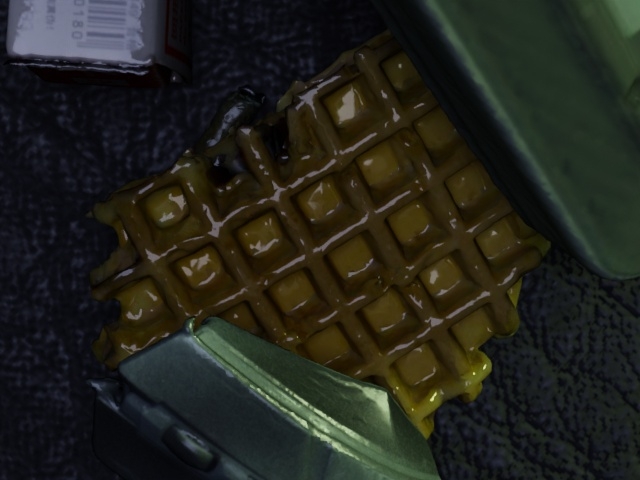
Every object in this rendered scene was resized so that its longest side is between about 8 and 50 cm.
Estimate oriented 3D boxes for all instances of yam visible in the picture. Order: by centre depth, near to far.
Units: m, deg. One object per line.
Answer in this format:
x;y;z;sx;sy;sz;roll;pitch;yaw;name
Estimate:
-0.080;-0.044;1.017;0.033;0.027;0.129;32;89;-2;yam

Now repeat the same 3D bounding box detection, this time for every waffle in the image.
0.001;0.000;0.983;0.283;0.065;0.309;14;96;-9;waffle

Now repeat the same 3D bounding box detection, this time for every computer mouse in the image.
-0.030;0.130;0.943;0.231;0.071;0.126;29;118;-20;computer mouse

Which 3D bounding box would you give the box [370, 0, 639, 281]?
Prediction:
0.199;-0.223;0.868;0.396;0.111;0.396;-45;128;-6;box

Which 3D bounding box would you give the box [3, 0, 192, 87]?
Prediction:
-0.125;-0.182;0.963;0.099;0.133;0.182;3;88;0;box
